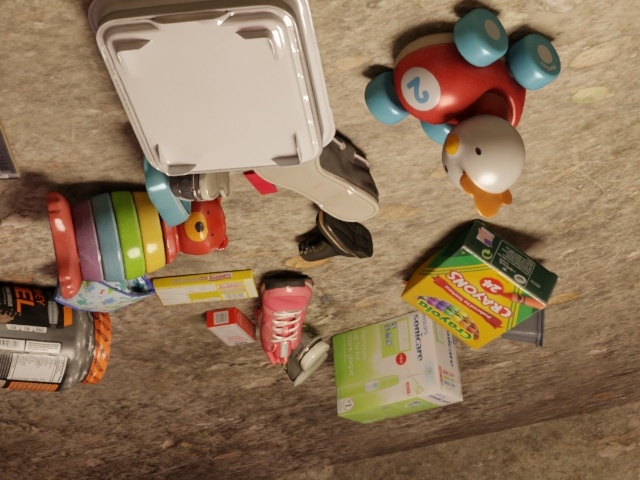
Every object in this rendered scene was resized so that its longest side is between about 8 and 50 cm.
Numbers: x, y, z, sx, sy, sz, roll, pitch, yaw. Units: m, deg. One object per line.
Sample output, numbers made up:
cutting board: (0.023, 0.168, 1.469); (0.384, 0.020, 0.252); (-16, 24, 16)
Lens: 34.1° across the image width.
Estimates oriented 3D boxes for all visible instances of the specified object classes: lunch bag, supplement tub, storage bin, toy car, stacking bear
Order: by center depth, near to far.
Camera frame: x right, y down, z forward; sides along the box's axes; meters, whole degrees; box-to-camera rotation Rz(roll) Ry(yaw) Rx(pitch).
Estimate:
toy car: (0.203, -0.148, 1.426); (0.210, 0.238, 0.219); (15, 150, -36)
stacking bear: (-0.301, -0.013, 1.759); (0.289, 0.175, 0.164); (-9, -178, -12)
lunch bag: (-0.418, 0.088, 2.033); (0.129, 0.096, 0.151); (-22, 141, 34)
supplement tub: (-0.610, 0.197, 2.110); (0.338, 0.207, 0.207); (9, 153, -27)
storage bin: (0.453, 0.166, 2.329); (0.091, 0.135, 0.098); (4, 158, 10)

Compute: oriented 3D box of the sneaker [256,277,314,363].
sneaker: (-0.072, 0.176, 2.240); (0.116, 0.136, 0.314); (-2, 156, -8)

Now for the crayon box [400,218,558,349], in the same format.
crayon box: (0.301, 0.105, 2.099); (0.202, 0.081, 0.318); (34, 147, -5)

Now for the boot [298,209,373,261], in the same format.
boot: (0.000, 0.000, 1.940); (0.137, 0.076, 0.198); (-9, 155, 23)

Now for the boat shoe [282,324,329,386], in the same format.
boat shoe: (-0.046, 0.278, 2.534); (0.109, 0.091, 0.305); (-43, 170, -18)

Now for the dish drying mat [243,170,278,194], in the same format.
dish drying mat: (-0.101, -0.099, 1.772); (0.032, 0.008, 0.083); (-11, 156, 16)

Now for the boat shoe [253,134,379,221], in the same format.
boat shoe: (-0.020, -0.133, 1.630); (0.112, 0.095, 0.335); (-21, 146, 27)

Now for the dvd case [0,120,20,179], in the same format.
dvd case: (-0.554, -0.148, 1.571); (0.165, 0.018, 0.221); (-1, 157, -6)

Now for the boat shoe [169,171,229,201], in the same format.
boat shoe: (-0.183, -0.097, 1.619); (0.065, 0.075, 0.206); (-4, -172, 6)

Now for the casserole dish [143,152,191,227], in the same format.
casserole dish: (-0.235, -0.095, 1.625); (0.037, 0.114, 0.188); (-6, 156, 6)

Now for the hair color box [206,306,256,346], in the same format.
hair color box: (-0.202, 0.198, 2.382); (0.072, 0.043, 0.141); (-10, 155, 12)

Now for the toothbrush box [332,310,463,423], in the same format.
toothbrush box: (0.179, 0.302, 2.483); (0.283, 0.206, 0.122); (-18, 152, 30)

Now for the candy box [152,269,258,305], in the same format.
candy box: (-0.237, 0.099, 2.172); (0.206, 0.027, 0.105); (-5, 154, 1)

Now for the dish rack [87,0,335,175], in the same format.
dish rack: (-0.138, -0.194, 1.381); (0.286, 0.072, 0.333); (-3, 144, 8)
